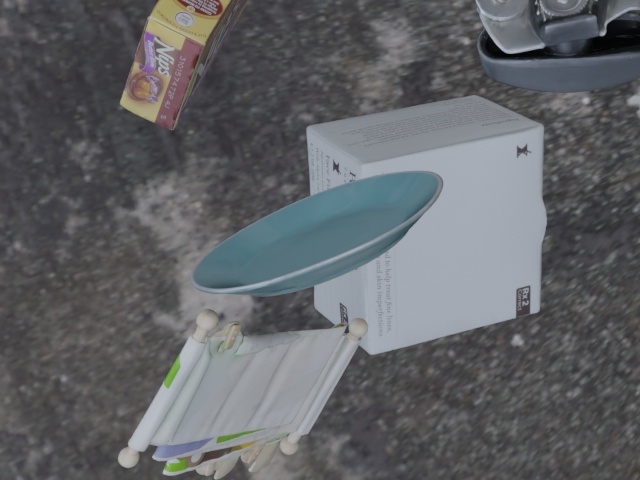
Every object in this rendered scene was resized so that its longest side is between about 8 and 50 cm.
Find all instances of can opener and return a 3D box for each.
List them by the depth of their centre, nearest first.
[{"bbox_3d":[0.228,-0.148,0.815,0.283,0.095,0.076,-10,60,7],"label":"can opener"}]

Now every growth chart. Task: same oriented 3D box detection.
[{"bbox_3d":[-0.056,0.124,1.126,0.021,0.237,0.172,45,112,28],"label":"growth chart"}]

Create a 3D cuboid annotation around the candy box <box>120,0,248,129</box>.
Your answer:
[{"bbox_3d":[-0.094,-0.192,1.165,0.053,0.187,0.109,26,141,-4],"label":"candy box"}]

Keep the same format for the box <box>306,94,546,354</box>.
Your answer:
[{"bbox_3d":[0.093,-0.018,1.273,0.119,0.182,0.181,36,134,57],"label":"box"}]

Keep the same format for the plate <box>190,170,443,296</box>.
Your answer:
[{"bbox_3d":[0.000,0.000,0.994,0.188,0.188,0.024,-12,108,30],"label":"plate"}]
